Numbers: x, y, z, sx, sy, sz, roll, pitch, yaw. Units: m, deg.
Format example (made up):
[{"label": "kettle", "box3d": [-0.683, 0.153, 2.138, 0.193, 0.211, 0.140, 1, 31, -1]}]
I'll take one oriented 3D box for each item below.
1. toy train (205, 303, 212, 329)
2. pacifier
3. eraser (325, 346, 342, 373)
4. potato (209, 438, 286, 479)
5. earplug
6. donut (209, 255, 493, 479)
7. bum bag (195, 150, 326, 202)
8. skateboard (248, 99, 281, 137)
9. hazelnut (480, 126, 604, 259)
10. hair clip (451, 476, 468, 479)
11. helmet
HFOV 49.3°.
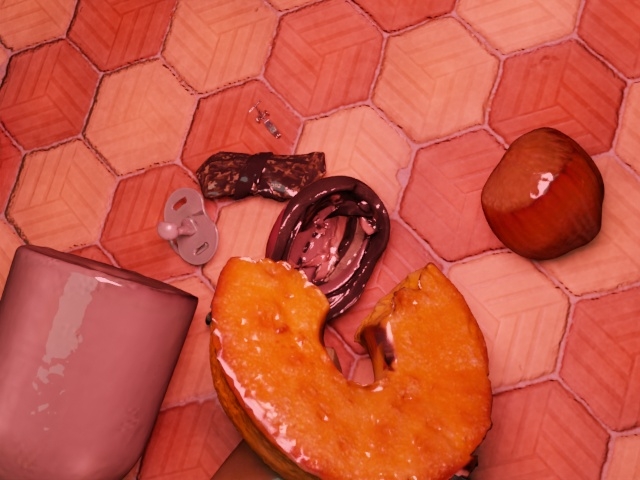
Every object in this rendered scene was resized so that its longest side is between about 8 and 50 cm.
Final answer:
[{"label": "toy train", "box3d": [-0.120, 0.142, 1.257, 0.171, 0.071, 0.111, 16, 75, 14]}, {"label": "pacifier", "box3d": [-0.259, -0.021, 1.287, 0.127, 0.117, 0.150, -26, 83, 33]}, {"label": "eraser", "box3d": [-0.053, 0.231, 1.197, 0.172, 0.117, 0.058, -2, 51, 10]}, {"label": "potato", "box3d": [-0.056, 0.423, 1.116, 0.243, 0.221, 0.326, 38, 75, 7]}, {"label": "earplug", "box3d": [-0.407, 0.234, 1.174, 0.313, 0.312, 0.394, 15, 86, 13]}, {"label": "donut", "box3d": [0.034, 0.207, 1.032, 0.435, 0.163, 0.377, 9, 53, -19]}, {"label": "bum bag", "box3d": [-0.112, -0.120, 1.296, 0.248, 0.069, 0.102, -1, 44, 12]}, {"label": "skateboard", "box3d": [-0.104, -0.226, 1.305, 0.032, 0.083, 0.064, -39, 77, 2]}, {"label": "hazelnut", "box3d": [0.373, -0.077, 1.137, 0.210, 0.186, 0.210, -5, 62, 9]}, {"label": "hair clip", "box3d": [0.192, 0.333, 1.164, 0.146, 0.075, 0.257, 7, 76, 10]}, {"label": "helmet", "box3d": [0.000, 0.000, 1.213, 0.198, 0.154, 0.253, 33, 103, -26]}]
